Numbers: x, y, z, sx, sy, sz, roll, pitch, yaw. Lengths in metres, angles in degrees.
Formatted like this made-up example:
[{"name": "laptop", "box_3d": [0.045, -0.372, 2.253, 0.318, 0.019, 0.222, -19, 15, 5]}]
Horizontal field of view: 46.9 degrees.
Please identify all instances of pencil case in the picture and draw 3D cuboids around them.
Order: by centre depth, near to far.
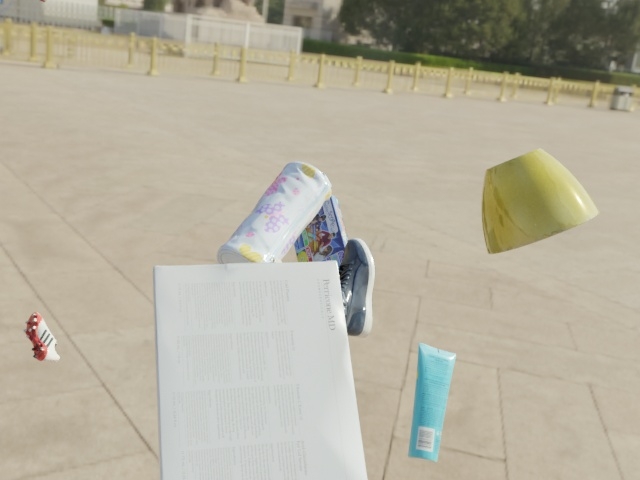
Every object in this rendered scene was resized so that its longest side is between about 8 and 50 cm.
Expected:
[{"name": "pencil case", "box_3d": [-0.086, -0.033, 1.431, 0.124, 0.113, 0.273, -14, 35, 49]}]

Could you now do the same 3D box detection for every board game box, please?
[{"name": "board game box", "box_3d": [0.000, 0.000, 1.833, 0.136, 0.201, 0.035, -26, -32, 22]}]

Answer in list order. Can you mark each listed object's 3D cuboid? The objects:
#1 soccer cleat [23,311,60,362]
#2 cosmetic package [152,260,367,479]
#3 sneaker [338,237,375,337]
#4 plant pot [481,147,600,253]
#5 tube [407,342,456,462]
[{"name": "soccer cleat", "box_3d": [-0.370, 0.130, 0.982, 0.036, 0.029, 0.083, 33, 15, -48]}, {"name": "cosmetic package", "box_3d": [-0.096, 0.221, 1.081, 0.285, 0.377, 0.097, -1, -23, -13]}, {"name": "sneaker", "box_3d": [0.035, 0.094, 1.613, 0.163, 0.226, 0.086, 10, -19, -34]}, {"name": "plant pot", "box_3d": [0.242, -0.052, 0.863, 0.134, 0.095, 0.134, -22, 0, 0]}, {"name": "tube", "box_3d": [0.201, 0.297, 1.348, 0.080, 0.207, 0.052, 20, -21, -22]}]
